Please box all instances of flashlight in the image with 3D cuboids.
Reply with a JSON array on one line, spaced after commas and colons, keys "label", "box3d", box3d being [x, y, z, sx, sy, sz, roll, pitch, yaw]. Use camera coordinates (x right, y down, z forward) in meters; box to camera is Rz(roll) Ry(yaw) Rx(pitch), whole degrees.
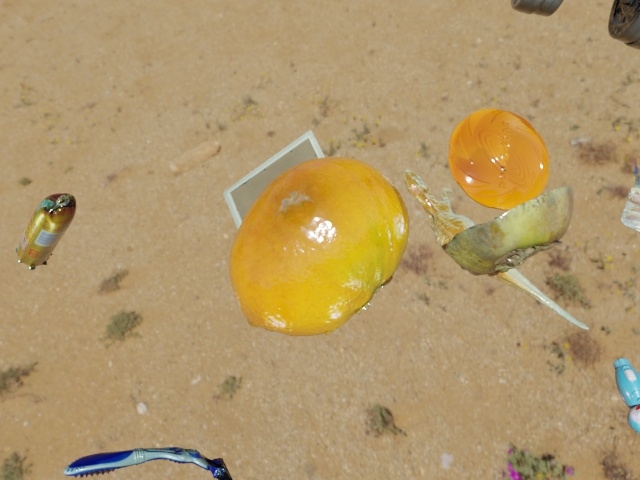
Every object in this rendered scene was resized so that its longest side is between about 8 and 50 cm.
[{"label": "flashlight", "box3d": [0.505, 0.250, 1.047, 0.051, 0.051, 0.129, -12, 42, 8]}]

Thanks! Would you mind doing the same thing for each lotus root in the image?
[{"label": "lotus root", "box3d": [0.298, -0.002, 0.981, 0.204, 0.183, 0.077, -23, 77, -4]}]

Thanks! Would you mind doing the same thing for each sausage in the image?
[{"label": "sausage", "box3d": [-0.562, -0.021, 1.331, 0.082, 0.082, 0.372, -51, 12, -33]}]

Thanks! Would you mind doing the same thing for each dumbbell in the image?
[{"label": "dumbbell", "box3d": [0.533, -0.492, 1.245, 0.389, 0.185, 0.185, 16, 44, -4]}]

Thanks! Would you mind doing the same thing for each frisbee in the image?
[{"label": "frisbee", "box3d": [0.320, -0.147, 1.144, 0.192, 0.035, 0.192, 3, 75, -11]}]

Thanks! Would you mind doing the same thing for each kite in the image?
[{"label": "kite", "box3d": [0.524, -0.062, 1.000, 0.127, 0.016, 0.229, 23, 43, 6]}]

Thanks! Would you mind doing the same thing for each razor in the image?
[{"label": "razor", "box3d": [-0.161, 0.211, 0.620, 0.155, 0.028, 0.044, 9, 9, -23]}]

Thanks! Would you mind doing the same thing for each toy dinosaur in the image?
[{"label": "toy dinosaur", "box3d": [0.298, 0.024, 1.139, 0.092, 0.206, 0.393, -46, 65, 24]}]

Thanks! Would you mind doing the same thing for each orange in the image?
[{"label": "orange", "box3d": [-0.002, -0.004, 1.083, 0.310, 0.274, 0.274, -26, 38, -33]}]

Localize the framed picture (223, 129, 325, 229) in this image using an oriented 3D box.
[{"label": "framed picture", "box3d": [-0.092, -0.104, 1.619, 0.296, 0.019, 0.232, -32, 68, 20]}]
